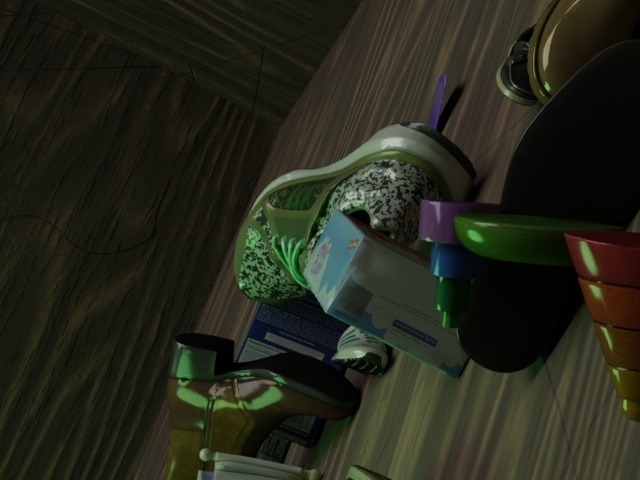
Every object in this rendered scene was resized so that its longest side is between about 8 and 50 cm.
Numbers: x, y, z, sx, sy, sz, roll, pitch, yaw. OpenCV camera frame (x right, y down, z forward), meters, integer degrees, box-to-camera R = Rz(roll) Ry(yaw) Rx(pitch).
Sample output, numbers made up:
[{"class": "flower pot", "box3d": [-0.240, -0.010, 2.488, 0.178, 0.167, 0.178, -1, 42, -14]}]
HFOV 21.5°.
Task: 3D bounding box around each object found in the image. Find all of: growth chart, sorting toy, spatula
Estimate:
[{"class": "growth chart", "box3d": [-0.098, 0.329, 1.939, 0.237, 0.172, 0.021, -77, 2, -51]}, {"class": "sorting toy", "box3d": [0.169, 0.046, 1.234, 0.365, 0.127, 0.126, -166, 78, -66]}, {"class": "spatula", "box3d": [0.119, -0.100, 2.404, 0.296, 0.030, 0.084, -63, 7, 7]}]

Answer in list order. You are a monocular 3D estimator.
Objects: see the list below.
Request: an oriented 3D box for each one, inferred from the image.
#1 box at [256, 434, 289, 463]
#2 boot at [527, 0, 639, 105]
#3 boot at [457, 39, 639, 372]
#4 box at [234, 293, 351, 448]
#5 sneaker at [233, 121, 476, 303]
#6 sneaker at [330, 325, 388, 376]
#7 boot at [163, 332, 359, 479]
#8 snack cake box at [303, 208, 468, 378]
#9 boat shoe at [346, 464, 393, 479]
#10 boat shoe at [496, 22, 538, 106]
[{"class": "box", "box3d": [-0.095, 0.320, 2.384, 0.184, 0.045, 0.190, -48, 16, 54]}, {"class": "boot", "box3d": [0.300, -0.252, 1.538, 0.236, 0.089, 0.269, -66, 10, -18]}, {"class": "boot", "box3d": [0.206, -0.040, 1.426, 0.305, 0.112, 0.115, -63, -3, 20]}, {"class": "box", "box3d": [-0.035, 0.147, 2.213, 0.036, 0.136, 0.225, 105, -172, -65]}, {"class": "sneaker", "box3d": [0.000, 0.000, 2.046, 0.410, 0.158, 0.182, -33, 15, 47]}, {"class": "sneaker", "box3d": [0.053, 0.119, 2.025, 0.161, 0.057, 0.075, 153, 137, -82]}, {"class": "boot", "box3d": [-0.086, 0.278, 2.099, 0.096, 0.264, 0.280, -32, -50, -67]}, {"class": "snack cake box", "box3d": [0.075, 0.050, 1.764, 0.089, 0.152, 0.264, -63, 8, 4]}, {"class": "boat shoe", "box3d": [0.057, 0.252, 1.495, 0.073, 0.080, 0.223, -59, 12, -9]}, {"class": "boat shoe", "box3d": [0.235, -0.204, 1.907, 0.152, 0.056, 0.049, -75, 9, -56]}]
